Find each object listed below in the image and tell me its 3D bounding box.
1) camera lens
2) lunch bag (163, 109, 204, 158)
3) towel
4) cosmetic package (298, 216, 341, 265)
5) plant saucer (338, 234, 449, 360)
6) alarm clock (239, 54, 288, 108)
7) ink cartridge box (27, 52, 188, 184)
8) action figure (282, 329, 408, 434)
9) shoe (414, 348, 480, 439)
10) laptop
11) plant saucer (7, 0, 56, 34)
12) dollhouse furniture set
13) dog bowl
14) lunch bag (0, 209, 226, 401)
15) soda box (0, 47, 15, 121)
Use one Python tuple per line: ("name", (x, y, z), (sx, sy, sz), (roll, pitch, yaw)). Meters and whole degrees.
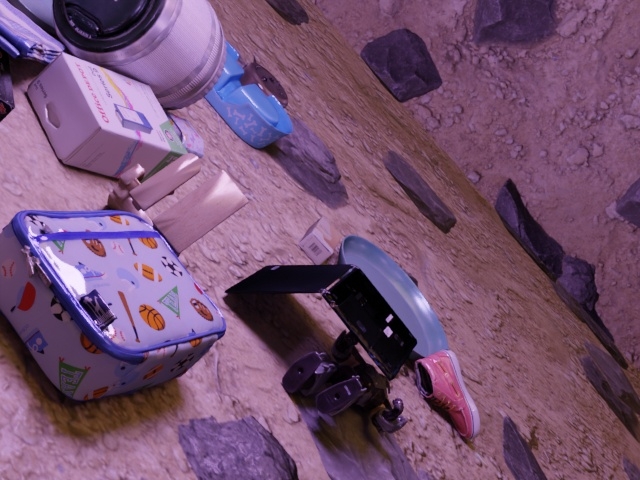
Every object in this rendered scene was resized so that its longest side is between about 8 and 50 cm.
("camera lens", (-0.294, -0.354, 1.824), (0.219, 0.219, 0.274), (57, 6, 21))
("lunch bag", (-0.246, -0.178, 1.917), (0.083, 0.053, 0.071), (48, 14, 25))
("towel", (-0.473, -0.330, 1.589), (0.209, 0.034, 0.285), (39, 5, -7))
("cosmetic package", (0.000, 0.000, 2.144), (0.060, 0.041, 0.115), (47, 19, -7))
("plant saucer", (0.139, 0.125, 2.217), (0.317, 0.044, 0.317), (42, 21, -20))
("alarm clock", (-0.118, -0.323, 2.471), (0.192, 0.064, 0.129), (56, 20, 10))
("ink cartridge box", (-0.323, -0.179, 1.684), (0.212, 0.093, 0.154), (13, 41, -58))
("action figure", (0.058, 0.230, 1.757), (0.185, 0.099, 0.285), (48, 13, 21))
("shoe", (0.236, 0.299, 2.089), (0.081, 0.063, 0.178), (-14, 82, -34))
("laptop", (0.009, 0.125, 1.778), (0.264, 0.136, 0.234), (52, 17, 2))
("plant saucer", (-0.479, -0.404, 1.847), (0.195, 0.037, 0.195), (44, 20, -20))
("dollhouse furniture set", (-0.205, -0.054, 1.557), (0.144, 0.123, 0.151), (51, -20, 4))
("dog bowl", (-0.182, -0.313, 2.282), (0.297, 0.074, 0.166), (49, 19, 0))
("lunch bag", (-0.263, 0.063, 1.333), (0.243, 0.115, 0.303), (53, 18, 15))
("soda box", (-0.464, -0.228, 1.519), (0.060, 0.053, 0.169), (34, 25, -41))
